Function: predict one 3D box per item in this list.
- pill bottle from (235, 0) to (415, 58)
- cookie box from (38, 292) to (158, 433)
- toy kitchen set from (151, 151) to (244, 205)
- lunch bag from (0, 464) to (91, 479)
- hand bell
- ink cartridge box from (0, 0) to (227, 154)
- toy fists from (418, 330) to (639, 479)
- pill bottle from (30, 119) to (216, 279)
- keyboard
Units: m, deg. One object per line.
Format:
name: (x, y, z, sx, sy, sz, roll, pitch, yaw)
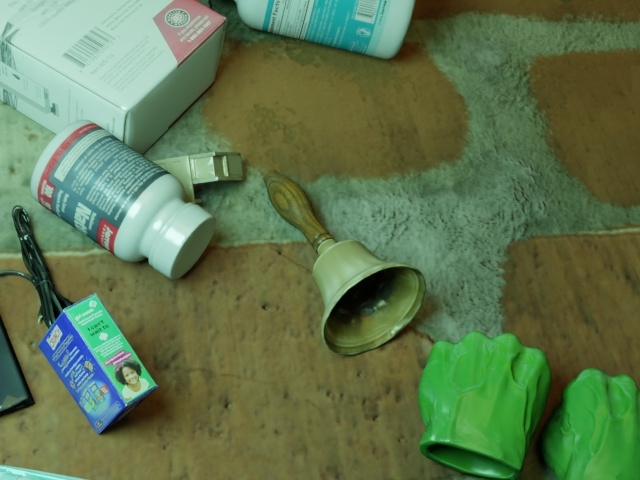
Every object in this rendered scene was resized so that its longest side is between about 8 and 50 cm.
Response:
pill bottle: (-0.012, -0.333, 1.368, 0.264, 0.146, 0.146, 13, 52, -5)
cookie box: (-0.213, 0.118, 1.000, 0.040, 0.092, 0.107, -31, 82, -39)
toy kitchen set: (-0.140, -0.063, 1.214, 0.083, 0.075, 0.068, -6, 92, 20)
lunch bag: (-0.213, 0.309, 0.751, 0.224, 0.108, 0.279, 12, 55, 0)
hand bell: (0.000, 0.000, 1.171, 0.126, 0.126, 0.242, -16, 47, -24)
ink cartridge box: (-0.286, -0.241, 1.247, 0.283, 0.117, 0.207, 31, 53, 9)
toy fists: (0.232, 0.188, 1.080, 0.279, 0.096, 0.142, 19, 62, -2)
pill bottle: (-0.207, -0.040, 1.124, 0.180, 0.108, 0.108, 33, 53, 11)
keyboard: (-0.364, 0.039, 1.075, 0.201, 0.033, 0.317, -18, 61, -25)
